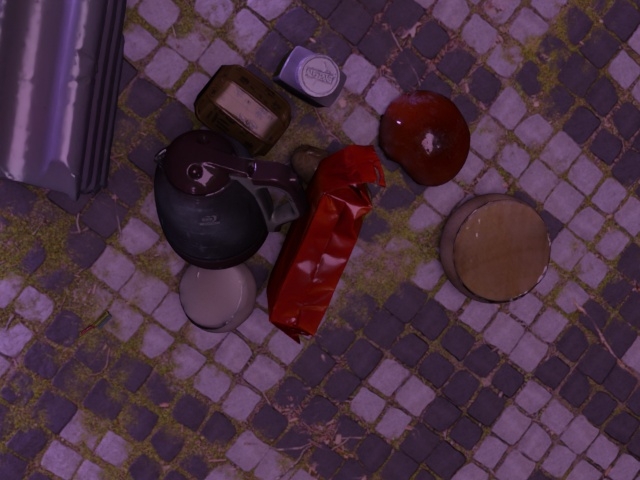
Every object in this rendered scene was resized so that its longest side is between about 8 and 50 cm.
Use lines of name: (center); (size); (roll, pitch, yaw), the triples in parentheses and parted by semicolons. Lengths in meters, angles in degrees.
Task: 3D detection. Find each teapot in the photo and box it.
teapot: (-0.180, -0.093, 1.688); (0.315, 0.312, 0.233); (7, 69, 2)

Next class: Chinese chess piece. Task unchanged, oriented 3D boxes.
Chinese chess piece: (0.402, 0.019, 1.967); (0.257, 0.104, 0.257); (-2, 99, -11)

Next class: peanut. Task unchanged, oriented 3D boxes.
peanut: (0.025, -0.133, 1.880); (0.214, 0.099, 0.099); (42, 89, -18)

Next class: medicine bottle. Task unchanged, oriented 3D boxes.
medicine bottle: (-0.020, -0.342, 1.790); (0.132, 0.188, 0.088); (30, 92, -14)

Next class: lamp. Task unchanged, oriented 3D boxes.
lamp: (-0.164, -0.273, 1.793); (0.185, 0.161, 0.161); (35, 91, -16)

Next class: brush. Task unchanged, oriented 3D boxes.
brush: (-0.492, 0.188, 1.865); (0.083, 0.019, 0.021); (-39, 113, -5)

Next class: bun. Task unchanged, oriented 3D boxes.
bun: (-0.213, 0.116, 1.855); (0.172, 0.120, 0.173); (-2, 84, 21)

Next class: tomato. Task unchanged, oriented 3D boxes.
tomato: (0.251, -0.231, 1.901); (0.228, 0.112, 0.199); (35, 89, -16)

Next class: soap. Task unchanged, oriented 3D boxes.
soap: (-0.511, -0.310, 1.637); (0.213, 0.350, 0.435); (10, 95, -4)

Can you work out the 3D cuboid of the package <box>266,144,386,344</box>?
package: (0.000, 0.001, 1.790); (0.123, 0.196, 0.424); (19, 114, -14)
